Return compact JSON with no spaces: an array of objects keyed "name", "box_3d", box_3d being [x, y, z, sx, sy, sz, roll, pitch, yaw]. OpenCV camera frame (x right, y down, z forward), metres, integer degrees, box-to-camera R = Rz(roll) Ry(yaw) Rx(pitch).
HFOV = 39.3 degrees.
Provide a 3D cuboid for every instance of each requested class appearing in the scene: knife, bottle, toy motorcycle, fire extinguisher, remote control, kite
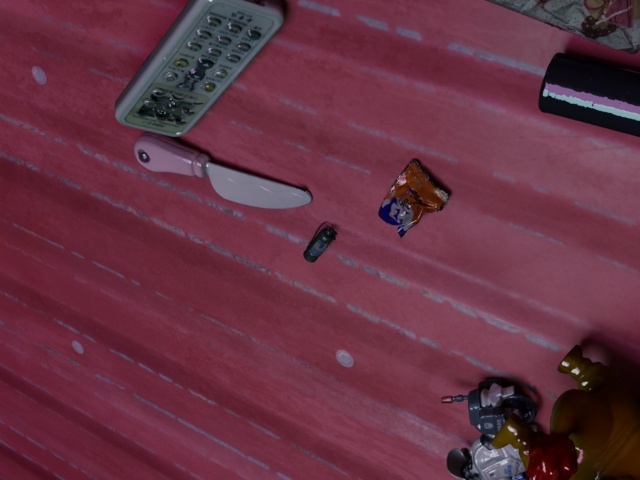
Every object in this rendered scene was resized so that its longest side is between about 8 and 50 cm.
[{"name":"knife","box_3d":[-0.165,-0.100,1.468,0.335,0.043,0.081,22,136,21]},{"name":"bottle","box_3d":[0.371,-0.147,1.008,0.244,0.072,0.082,19,86,25]},{"name":"toy motorcycle","box_3d":[0.267,0.315,1.395,0.150,0.102,0.221,-3,122,14]},{"name":"fire extinguisher","box_3d":[0.000,0.000,1.422,0.038,0.025,0.083,61,139,19]},{"name":"remote control","box_3d":[-0.187,-0.265,1.322,0.335,0.128,0.066,-37,54,45]},{"name":"kite","box_3d":[0.316,-0.278,0.915,0.322,0.013,0.268,-17,145,9]}]

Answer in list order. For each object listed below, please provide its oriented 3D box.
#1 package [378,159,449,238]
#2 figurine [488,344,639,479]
[{"name":"package","box_3d":[0.130,-0.054,1.284,0.111,0.033,0.077,-51,60,32]},{"name":"figurine","box_3d":[0.410,0.332,1.129,0.387,0.401,0.268,42,155,13]}]
